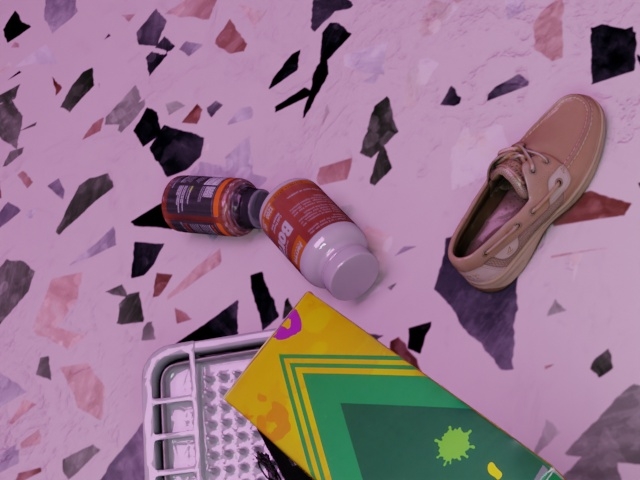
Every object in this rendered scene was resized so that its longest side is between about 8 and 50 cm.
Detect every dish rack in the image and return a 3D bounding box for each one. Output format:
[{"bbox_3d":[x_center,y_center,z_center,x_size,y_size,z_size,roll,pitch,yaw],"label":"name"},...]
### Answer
[{"bbox_3d":[-0.105,0.286,1.881,0.332,0.072,0.286,-10,70,15],"label":"dish rack"}]

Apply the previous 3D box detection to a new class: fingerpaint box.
[{"bbox_3d":[0.156,0.291,1.372,0.163,0.445,0.371,-52,48,-5],"label":"fingerpaint box"}]

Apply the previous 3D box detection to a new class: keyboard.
[{"bbox_3d":[-0.045,0.320,1.805,0.100,0.038,0.192,-24,65,-16],"label":"keyboard"}]

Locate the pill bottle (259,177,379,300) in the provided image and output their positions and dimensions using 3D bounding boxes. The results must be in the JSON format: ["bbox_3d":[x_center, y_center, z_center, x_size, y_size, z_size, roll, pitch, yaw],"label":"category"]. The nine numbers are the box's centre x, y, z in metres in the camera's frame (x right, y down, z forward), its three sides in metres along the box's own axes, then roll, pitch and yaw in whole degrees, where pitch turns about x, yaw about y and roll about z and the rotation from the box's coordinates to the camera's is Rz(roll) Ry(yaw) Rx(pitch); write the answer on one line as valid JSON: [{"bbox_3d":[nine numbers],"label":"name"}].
[{"bbox_3d":[0.000,0.000,2.003,0.121,0.121,0.216,-46,47,3],"label":"pill bottle"}]

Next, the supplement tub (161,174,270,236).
[{"bbox_3d":[-0.178,-0.060,2.176,0.197,0.106,0.106,6,68,37],"label":"supplement tub"}]

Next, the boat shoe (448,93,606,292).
[{"bbox_3d":[0.310,-0.086,1.843,0.121,0.110,0.341,24,80,42],"label":"boat shoe"}]
